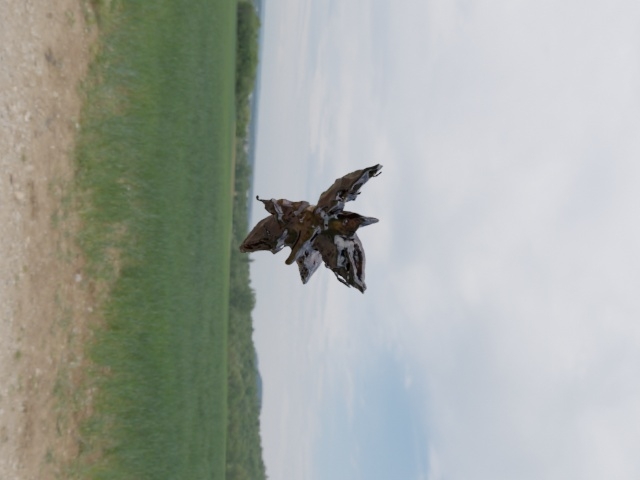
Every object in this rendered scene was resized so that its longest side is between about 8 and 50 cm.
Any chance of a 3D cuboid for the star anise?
[{"bbox_3d":[0.001,-0.002,0.676,0.053,0.212,0.157,-67,138,-61],"label":"star anise"}]
